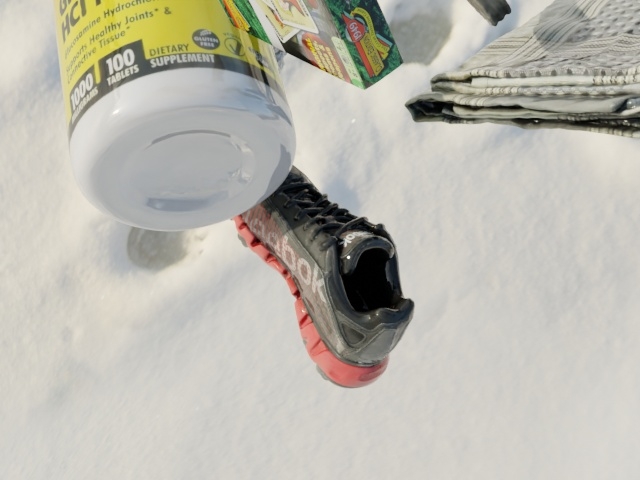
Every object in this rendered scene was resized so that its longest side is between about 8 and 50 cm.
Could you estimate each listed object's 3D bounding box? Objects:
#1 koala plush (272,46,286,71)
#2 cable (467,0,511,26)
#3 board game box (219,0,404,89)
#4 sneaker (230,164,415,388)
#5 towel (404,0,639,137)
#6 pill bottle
[{"bbox_3d":[-0.074,-0.304,1.102,0.196,0.221,0.203,-3,35,-40],"label":"koala plush"},{"bbox_3d":[0.085,-0.306,0.922,0.072,0.139,0.287,-34,76,8],"label":"cable"},{"bbox_3d":[-0.056,-0.187,0.385,0.030,0.136,0.260,-38,129,-9],"label":"board game box"},{"bbox_3d":[0.000,0.000,0.881,0.097,0.135,0.276,-18,69,-37],"label":"sneaker"},{"bbox_3d":[0.287,-0.194,0.890,0.324,0.312,0.056,-37,121,-32],"label":"towel"},{"bbox_3d":[-0.145,-0.192,0.831,0.187,0.188,0.334,-2,57,-21],"label":"pill bottle"}]
